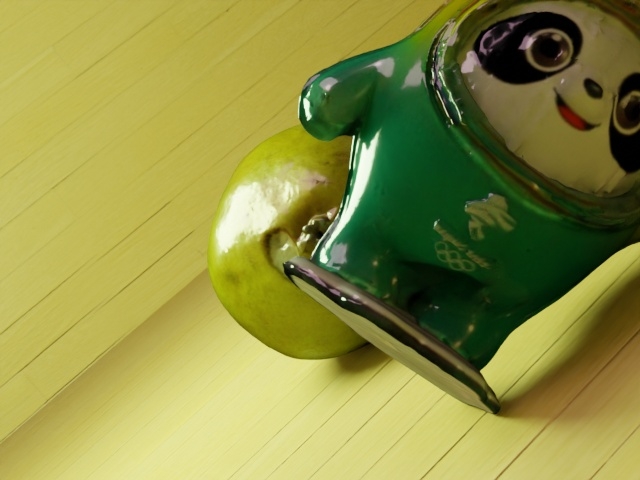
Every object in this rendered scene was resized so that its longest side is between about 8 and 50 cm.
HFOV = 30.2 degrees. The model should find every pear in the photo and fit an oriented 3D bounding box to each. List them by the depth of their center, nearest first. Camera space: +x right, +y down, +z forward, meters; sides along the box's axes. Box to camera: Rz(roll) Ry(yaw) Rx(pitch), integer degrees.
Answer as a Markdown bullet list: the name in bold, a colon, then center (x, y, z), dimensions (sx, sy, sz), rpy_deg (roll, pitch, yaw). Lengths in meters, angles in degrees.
- **pear**: center (0.000, 0.000, 1.320), dimensions (0.269, 0.269, 0.321), rpy_deg (-40, -4, -12)

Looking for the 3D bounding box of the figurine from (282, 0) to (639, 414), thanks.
- **figurine**: center (0.143, -0.059, 0.925), dimensions (0.340, 0.323, 0.231), rpy_deg (-54, 6, -7)
